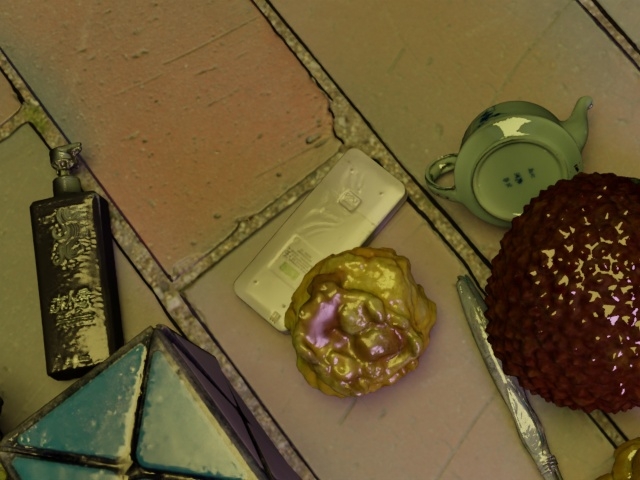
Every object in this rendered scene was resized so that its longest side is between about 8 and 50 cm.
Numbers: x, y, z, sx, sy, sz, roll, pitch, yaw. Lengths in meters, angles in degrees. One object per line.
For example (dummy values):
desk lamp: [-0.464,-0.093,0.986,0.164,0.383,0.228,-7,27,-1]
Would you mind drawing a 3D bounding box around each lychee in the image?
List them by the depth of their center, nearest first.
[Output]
lychee: [0.330,0.059,1.757,0.276,0.275,0.304,46,108,16]

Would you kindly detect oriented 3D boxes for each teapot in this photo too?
teapot: [0.240,-0.108,1.888,0.232,0.159,0.159,-22,74,14]

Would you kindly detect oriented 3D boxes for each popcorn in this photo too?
popcorn: [0.050,0.099,1.844,0.197,0.155,0.198,0,88,-12]

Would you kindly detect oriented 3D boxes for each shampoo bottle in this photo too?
shampoo bottle: [-0.324,0.024,1.979,0.098,0.071,0.310,-12,73,10]

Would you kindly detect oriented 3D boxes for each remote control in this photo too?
remote control: [0.000,0.000,1.946,0.103,0.034,0.250,38,85,16]

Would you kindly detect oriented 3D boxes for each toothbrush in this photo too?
toothbrush: [0.256,0.225,1.847,0.035,0.042,0.413,-25,72,3]

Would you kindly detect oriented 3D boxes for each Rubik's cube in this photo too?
Rubik's cube: [-0.191,0.280,1.795,0.260,0.255,0.259,-40,74,-1]

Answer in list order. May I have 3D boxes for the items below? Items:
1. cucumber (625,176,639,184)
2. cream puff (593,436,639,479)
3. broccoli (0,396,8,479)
cucumber: [0.458,-0.003,1.855,0.067,0.067,0.245,-43,72,-3]
cream puff: [0.380,0.302,1.762,0.156,0.121,0.156,-4,74,15]
broccoli: [-0.505,0.300,1.822,0.293,0.348,0.281,-16,108,6]
